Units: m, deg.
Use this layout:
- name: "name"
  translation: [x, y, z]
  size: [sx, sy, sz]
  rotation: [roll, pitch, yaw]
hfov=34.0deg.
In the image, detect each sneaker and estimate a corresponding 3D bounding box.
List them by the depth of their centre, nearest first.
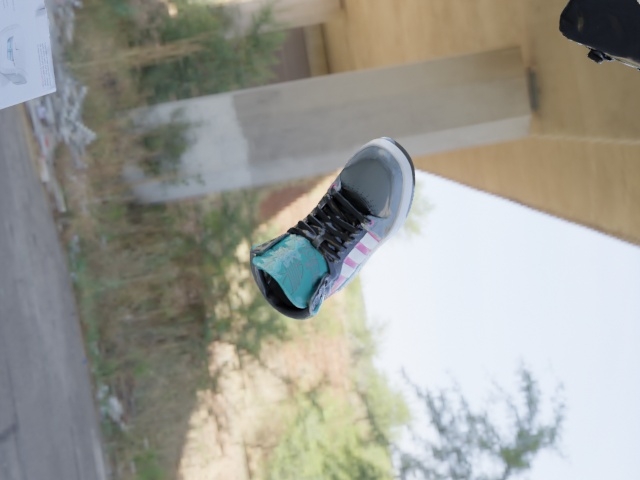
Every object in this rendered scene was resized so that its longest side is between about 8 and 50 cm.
- name: "sneaker"
  translation: [0.000, 0.000, 1.368]
  size: [0.124, 0.178, 0.295]
  rotation: [42, -46, 13]

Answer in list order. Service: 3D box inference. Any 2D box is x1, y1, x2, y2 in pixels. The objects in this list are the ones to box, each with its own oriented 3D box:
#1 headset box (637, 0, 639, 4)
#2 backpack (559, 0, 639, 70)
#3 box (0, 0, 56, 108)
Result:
- name: "headset box"
  translation: [0.557, -0.292, 1.282]
  size: [0.283, 0.246, 0.131]
  rotation: [40, 11, -40]
- name: "backpack"
  translation: [0.598, -0.465, 1.860]
  size: [0.355, 0.290, 0.273]
  rotation: [-59, 170, -58]
- name: "box"
  translation: [-0.578, -0.350, 1.734]
  size: [0.127, 0.231, 0.262]
  rotation: [28, -48, 38]
